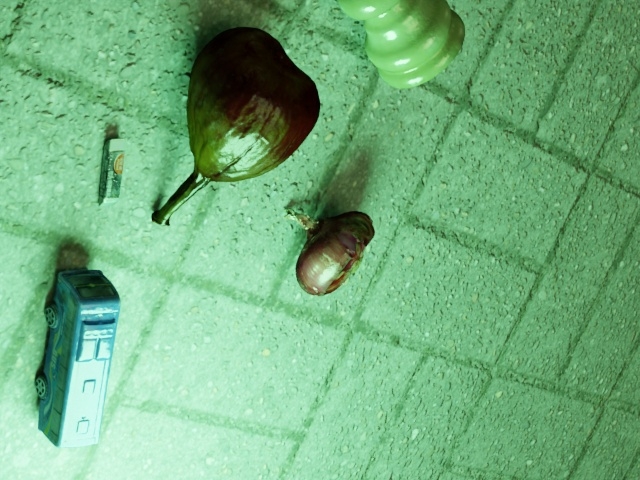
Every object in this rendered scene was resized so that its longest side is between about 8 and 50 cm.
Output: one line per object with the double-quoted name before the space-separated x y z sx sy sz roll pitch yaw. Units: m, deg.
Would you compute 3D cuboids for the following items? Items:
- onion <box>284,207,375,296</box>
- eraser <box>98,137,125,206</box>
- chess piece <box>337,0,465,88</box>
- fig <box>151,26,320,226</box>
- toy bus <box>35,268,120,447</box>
"onion" 0.000 0.000 2.189 0.150 0.140 0.150 -53 180 0
"eraser" -0.274 -0.089 1.939 0.027 0.019 0.099 -8 116 -39
"chess piece" 0.083 -0.347 2.053 0.144 0.144 0.251 -50 129 -10
"fig" -0.112 -0.138 1.972 0.191 0.190 0.290 -13 137 -37
"toy bus" -0.321 0.160 1.976 0.079 0.094 0.236 -6 116 -40
